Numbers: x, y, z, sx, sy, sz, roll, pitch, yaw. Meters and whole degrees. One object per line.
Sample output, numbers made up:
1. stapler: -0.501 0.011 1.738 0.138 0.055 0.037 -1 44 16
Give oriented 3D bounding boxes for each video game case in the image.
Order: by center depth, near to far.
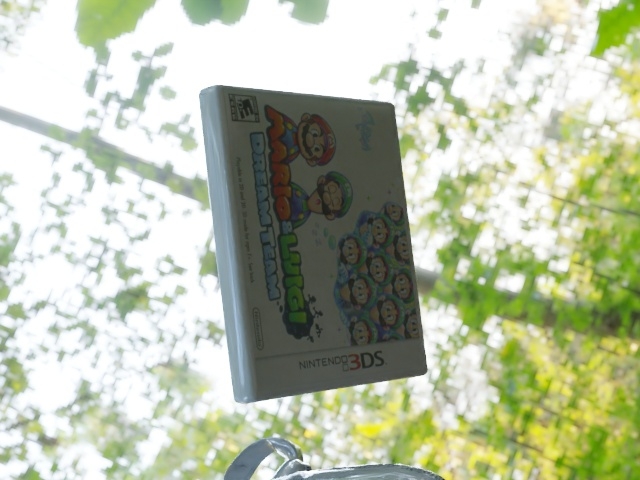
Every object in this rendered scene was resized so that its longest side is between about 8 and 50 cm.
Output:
1. video game case: 0.000 0.000 0.686 0.143 0.019 0.157 -1 -98 -49

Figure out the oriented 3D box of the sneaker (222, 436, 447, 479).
1. sneaker: 0.041 0.228 0.563 0.210 0.365 0.137 -50 -34 -22
